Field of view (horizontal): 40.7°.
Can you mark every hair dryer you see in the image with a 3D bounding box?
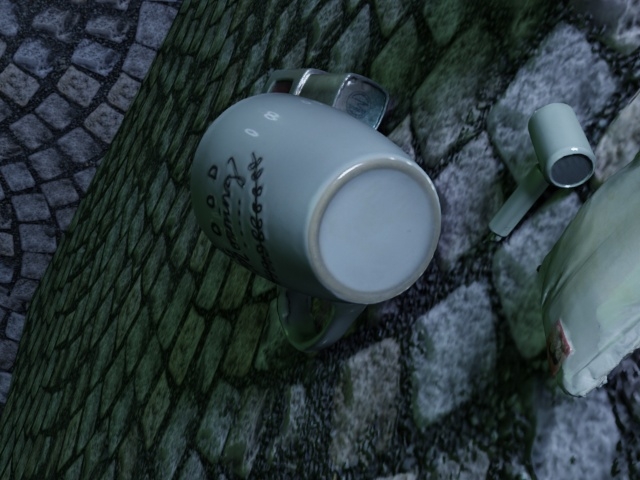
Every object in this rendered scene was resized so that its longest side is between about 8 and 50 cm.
[{"bbox_3d":[0.160,-0.041,0.665,0.063,0.037,0.124,-92,26,-47],"label":"hair dryer"}]

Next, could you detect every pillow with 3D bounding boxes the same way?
[{"bbox_3d":[0.209,-0.015,0.504,0.229,0.051,0.128,-52,20,30],"label":"pillow"}]

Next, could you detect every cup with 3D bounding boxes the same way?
[{"bbox_3d":[0.000,0.000,0.836,0.234,0.186,0.258,33,129,59],"label":"cup"}]

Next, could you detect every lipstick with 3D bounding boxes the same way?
[{"bbox_3d":[0.000,-0.168,1.066,0.079,0.077,0.253,-67,24,2],"label":"lipstick"}]
